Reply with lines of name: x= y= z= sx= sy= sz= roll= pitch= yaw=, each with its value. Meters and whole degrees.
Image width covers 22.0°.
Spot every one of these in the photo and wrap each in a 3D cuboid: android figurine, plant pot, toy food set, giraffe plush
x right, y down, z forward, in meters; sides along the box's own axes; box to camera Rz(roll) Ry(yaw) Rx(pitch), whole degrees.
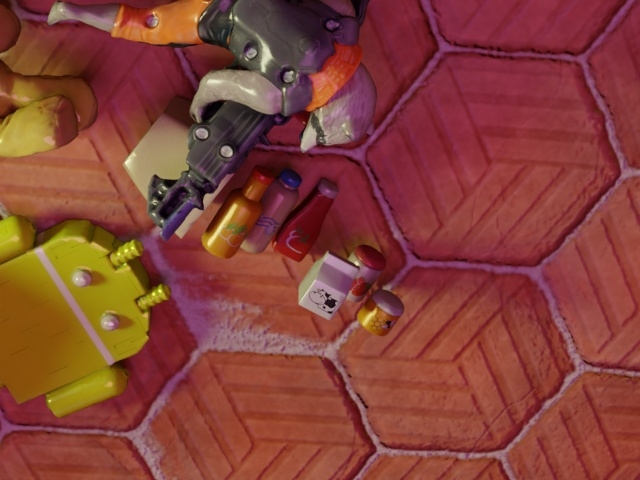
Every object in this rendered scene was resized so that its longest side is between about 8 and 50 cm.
android figurine: x=-0.300 y=0.080 z=1.816 sx=0.273 sy=0.056 sz=0.248 roll=-22 pitch=116 yaw=11
plant pot: x=-0.141 y=-0.086 z=1.709 sx=0.096 sy=0.109 sz=0.109 roll=37 pitch=111 yaw=-7
toy food set: x=0.000 y=0.000 z=1.750 sx=0.232 sy=0.111 sz=0.104 roll=28 pitch=114 yaw=-13
giraffe plush: x=-0.342 y=-0.167 z=1.625 sx=0.210 sy=0.181 sz=0.170 roll=-19 pitch=106 yaw=-11

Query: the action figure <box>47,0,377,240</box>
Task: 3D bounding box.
action figure: x=-0.099 y=-0.175 z=1.573 sx=0.330 sy=0.178 sz=0.341 roll=31 pitch=82 yaw=0
